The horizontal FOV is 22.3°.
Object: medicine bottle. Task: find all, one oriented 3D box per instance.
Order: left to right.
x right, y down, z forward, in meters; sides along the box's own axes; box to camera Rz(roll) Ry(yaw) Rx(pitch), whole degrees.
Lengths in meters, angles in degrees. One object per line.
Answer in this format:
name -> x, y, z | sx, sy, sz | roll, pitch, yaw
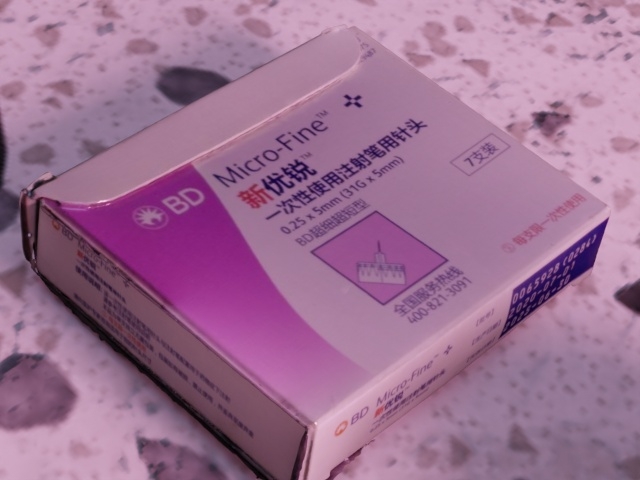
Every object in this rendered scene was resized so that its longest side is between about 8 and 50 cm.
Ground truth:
medicine bottle -> 0.000, 0.000, 0.708 | 0.171, 0.052, 0.201 | 40, 52, 25
